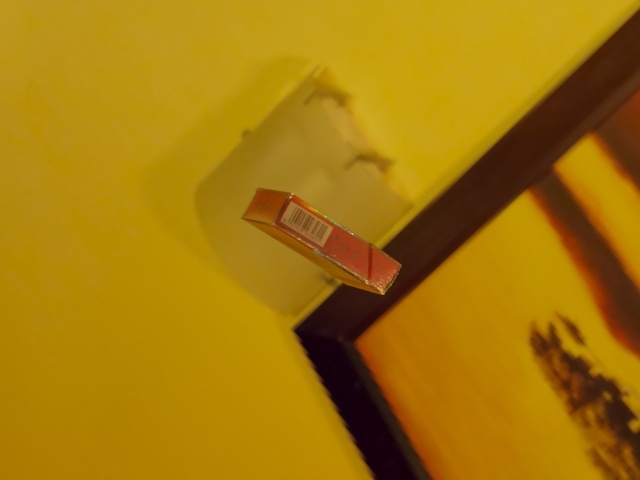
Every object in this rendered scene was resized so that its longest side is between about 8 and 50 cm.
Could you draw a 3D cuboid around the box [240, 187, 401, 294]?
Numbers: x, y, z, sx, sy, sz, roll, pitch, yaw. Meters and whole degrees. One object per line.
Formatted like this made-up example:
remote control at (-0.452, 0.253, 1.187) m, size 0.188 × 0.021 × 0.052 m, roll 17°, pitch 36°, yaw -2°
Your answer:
box at (0.001, -0.001, 1.550) m, size 0.175 × 0.048 × 0.112 m, roll 33°, pitch 171°, yaw -24°
